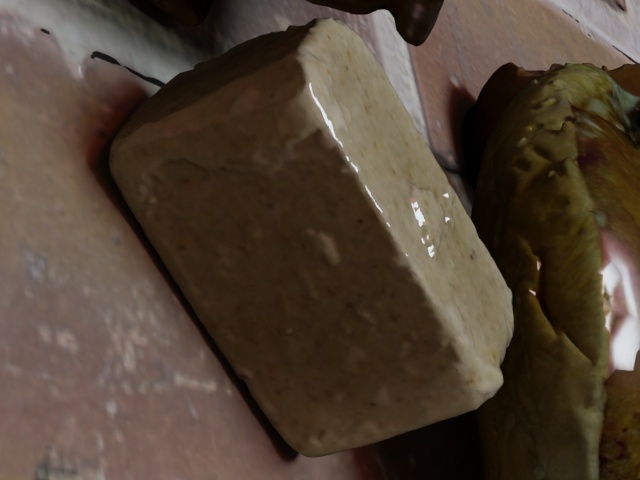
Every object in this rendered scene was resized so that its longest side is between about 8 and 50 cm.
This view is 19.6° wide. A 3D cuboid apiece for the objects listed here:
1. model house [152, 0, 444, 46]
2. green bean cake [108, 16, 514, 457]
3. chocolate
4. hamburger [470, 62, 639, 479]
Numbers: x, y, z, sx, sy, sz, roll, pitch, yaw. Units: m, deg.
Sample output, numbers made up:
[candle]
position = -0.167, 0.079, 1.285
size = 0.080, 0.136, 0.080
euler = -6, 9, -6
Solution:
[model house]
position = -0.028, -0.203, 0.838
size = 0.229, 0.220, 0.199
euler = 13, 57, -4
[green bean cake]
position = 0.000, 0.000, 0.815
size = 0.179, 0.109, 0.085
euler = 58, 29, -18
[chocolate]
position = 0.165, -0.059, 1.135
size = 0.124, 0.133, 0.127
euler = 0, 68, -58
[hamburger]
position = 0.141, 0.044, 0.932
size = 0.211, 0.132, 0.309
euler = 74, 13, -64
